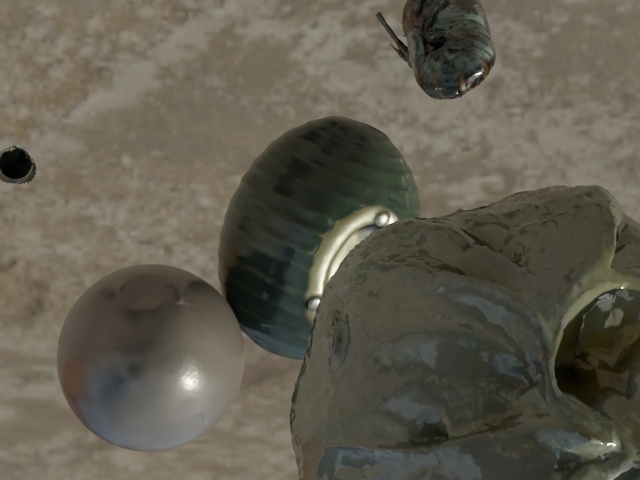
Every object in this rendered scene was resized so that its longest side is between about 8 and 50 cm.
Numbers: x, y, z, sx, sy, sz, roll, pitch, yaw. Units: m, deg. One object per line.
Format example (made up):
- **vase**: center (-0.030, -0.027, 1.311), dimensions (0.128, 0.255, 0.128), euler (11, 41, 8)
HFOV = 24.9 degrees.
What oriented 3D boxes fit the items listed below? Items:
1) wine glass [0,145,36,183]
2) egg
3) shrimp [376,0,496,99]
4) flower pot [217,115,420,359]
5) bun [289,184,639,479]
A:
- **wine glass**: center (-0.291, -0.072, 1.390), dimensions (0.042, 0.039, 0.083), euler (40, 170, -12)
- **egg**: center (-0.158, 0.108, 1.347), dimensions (0.176, 0.176, 0.232), euler (1, 172, -3)
- **shrimp**: center (0.151, -0.316, 2.007), dimensions (0.137, 0.372, 0.172), euler (-31, 123, 5)
- **flower pot**: center (0.000, 0.000, 1.416), dimensions (0.189, 0.243, 0.157), euler (10, -162, -35)
- **bun**: center (0.154, 0.123, 0.940), dimensions (0.354, 0.354, 0.194), euler (8, 152, -21)
